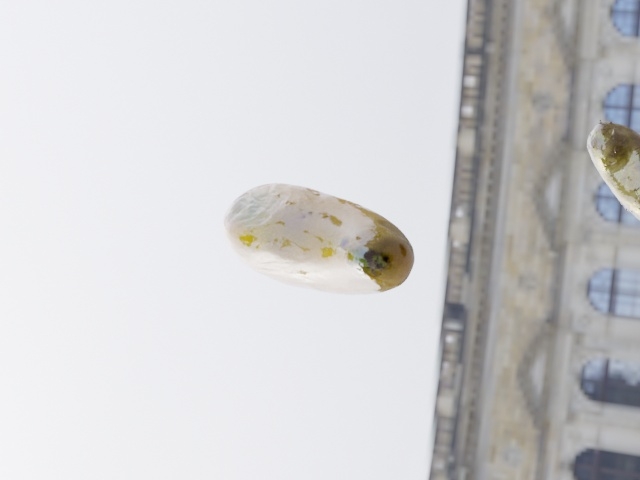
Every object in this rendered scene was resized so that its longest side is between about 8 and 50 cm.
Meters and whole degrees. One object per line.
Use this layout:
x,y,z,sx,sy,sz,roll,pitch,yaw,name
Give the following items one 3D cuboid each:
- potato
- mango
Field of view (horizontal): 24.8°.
0.238,-0.054,1.106,0.046,0.092,0.045,-36,-4,-6,potato
0.000,0.000,1.069,0.098,0.190,0.075,6,-87,-43,mango
